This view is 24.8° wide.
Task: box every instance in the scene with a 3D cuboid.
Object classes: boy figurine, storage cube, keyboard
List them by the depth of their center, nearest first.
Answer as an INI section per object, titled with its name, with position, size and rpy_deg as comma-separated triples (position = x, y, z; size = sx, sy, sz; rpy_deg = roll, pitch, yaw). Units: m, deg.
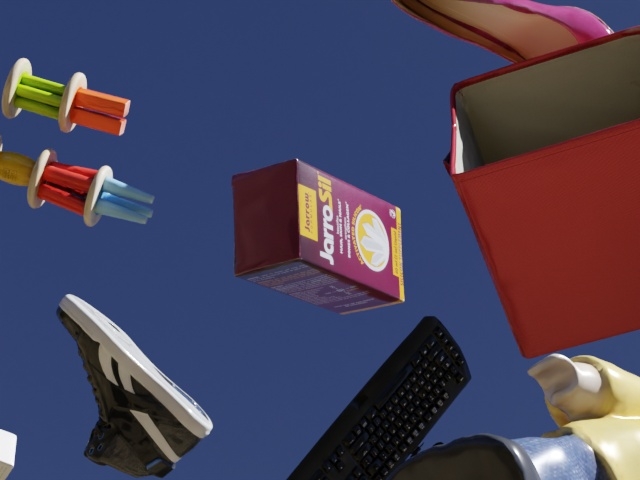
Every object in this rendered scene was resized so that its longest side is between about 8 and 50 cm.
[boy figurine]
position = 0.157, 0.135, 0.672
size = 0.285, 0.177, 0.092
rpy_deg = 0, -26, -44
[keyboard]
position = 0.059, 0.154, 1.108
size = 0.038, 0.192, 0.100
rpy_deg = 8, -41, 53
[storage cube]
position = 0.228, -0.043, 1.249
size = 0.215, 0.184, 0.193
rpy_deg = -17, -63, 14

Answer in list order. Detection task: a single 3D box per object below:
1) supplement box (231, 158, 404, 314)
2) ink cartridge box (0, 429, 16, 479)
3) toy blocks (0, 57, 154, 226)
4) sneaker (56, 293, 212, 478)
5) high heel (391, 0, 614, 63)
[supplement box]
position = 0.000, 0.000, 1.435
size = 0.080, 0.104, 0.188
rpy_deg = -14, -22, 32
[ink cartridge box]
position = -0.520, 0.284, 1.939
size = 0.198, 0.067, 0.115
rpy_deg = 25, -63, -21
[toy blocks]
position = -0.198, -0.077, 1.210
size = 0.148, 0.123, 0.054
rpy_deg = 17, -18, 4
[sneaker]
position = -0.233, 0.169, 1.570
size = 0.217, 0.079, 0.121
rpy_deg = 43, -89, 6
[high heel]
position = 0.175, -0.180, 1.309
size = 0.244, 0.117, 0.082
rpy_deg = 40, -47, -1
